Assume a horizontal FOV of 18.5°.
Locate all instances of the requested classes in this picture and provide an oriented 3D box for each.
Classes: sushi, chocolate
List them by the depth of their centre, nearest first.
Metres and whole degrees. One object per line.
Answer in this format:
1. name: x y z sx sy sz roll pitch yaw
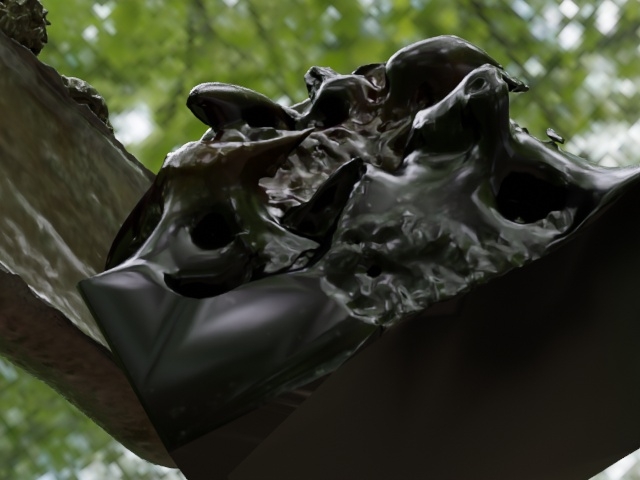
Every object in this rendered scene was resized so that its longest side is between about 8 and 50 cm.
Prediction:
1. sushi: 0.023 0.020 0.903 0.227 0.212 0.215 -30 -37 -4
2. chocolate: -0.160 0.009 1.145 0.100 0.185 0.303 -30 -50 21

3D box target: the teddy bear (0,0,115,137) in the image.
1. teddy bear: -0.255 -0.089 1.610 0.156 0.256 0.267 -28 -44 -41

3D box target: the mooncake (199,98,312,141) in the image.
1. mooncake: 0.000 0.000 1.664 0.283 0.283 0.141 -26 -23 -23
